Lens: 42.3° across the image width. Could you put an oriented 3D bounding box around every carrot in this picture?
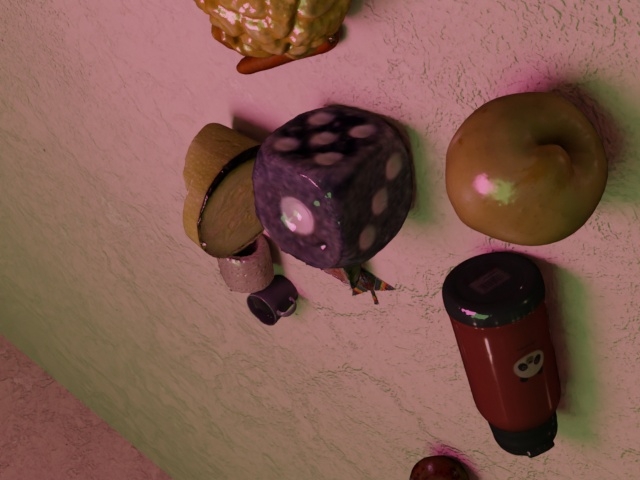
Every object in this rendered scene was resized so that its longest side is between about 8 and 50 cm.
[{"bbox_3d":[-0.056,-0.281,1.235,0.248,0.043,0.043,-4,121,51],"label":"carrot"}]

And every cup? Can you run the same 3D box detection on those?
[{"bbox_3d":[-0.085,0.120,1.645,0.100,0.077,0.078,20,138,35],"label":"cup"}]

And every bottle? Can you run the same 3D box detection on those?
[{"bbox_3d":[0.283,0.188,1.242,0.144,0.144,0.336,13,134,41],"label":"bottle"}]

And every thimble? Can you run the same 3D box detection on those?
[{"bbox_3d":[-0.148,0.038,1.607,0.115,0.102,0.090,16,135,28],"label":"thimble"}]

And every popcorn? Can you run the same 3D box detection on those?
[{"bbox_3d":[-0.074,-0.339,1.061,0.237,0.206,0.251,38,159,-11],"label":"popcorn"}]

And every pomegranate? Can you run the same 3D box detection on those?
[{"bbox_3d":[0.231,0.489,1.626,0.130,0.130,0.130,29,143,25],"label":"pomegranate"}]

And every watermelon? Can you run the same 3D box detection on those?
[{"bbox_3d":[0.000,0.000,1.443,0.187,0.071,0.139,51,154,-21],"label":"watermelon"}]

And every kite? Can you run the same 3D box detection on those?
[{"bbox_3d":[0.084,0.079,1.480,0.122,0.004,0.090,-6,119,51],"label":"kite"}]

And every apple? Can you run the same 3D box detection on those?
[{"bbox_3d":[0.239,-0.084,0.980,0.200,0.200,0.200,29,143,25],"label":"apple"}]

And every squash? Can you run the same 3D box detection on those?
[{"bbox_3d":[-0.167,-0.082,1.403,0.133,0.220,0.220,26,141,23],"label":"squash"}]

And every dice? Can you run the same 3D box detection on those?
[{"bbox_3d":[0.019,-0.080,1.230,0.181,0.183,0.182,24,139,34],"label":"dice"}]
